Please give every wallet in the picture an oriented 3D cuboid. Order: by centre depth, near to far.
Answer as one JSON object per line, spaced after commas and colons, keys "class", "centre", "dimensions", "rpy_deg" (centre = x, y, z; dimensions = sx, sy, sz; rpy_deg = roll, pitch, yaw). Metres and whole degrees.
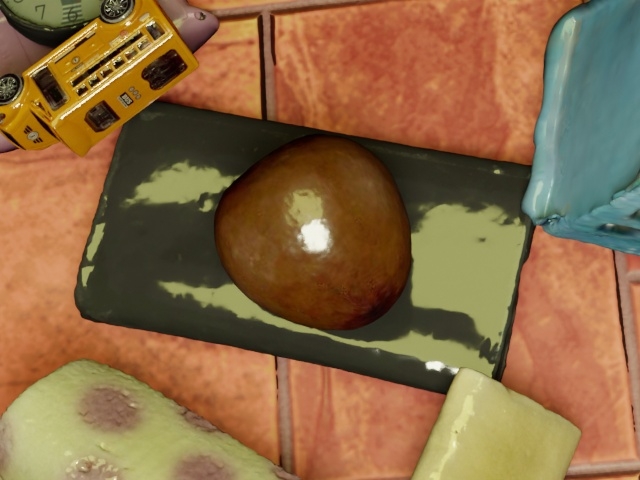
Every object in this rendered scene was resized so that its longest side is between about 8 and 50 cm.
{"class": "wallet", "centre": [-0.012, 0.004, 1.472], "dimensions": [0.406, 0.062, 0.228], "rpy_deg": [11, 73, 11]}

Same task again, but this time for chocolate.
{"class": "chocolate", "centre": [0.000, 0.000, 1.357], "dimensions": [0.177, 0.177, 0.177], "rpy_deg": [-3, 71, 8]}

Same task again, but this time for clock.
{"class": "clock", "centre": [-0.246, -0.282, 1.565], "dimensions": [0.184, 0.040, 0.184], "rpy_deg": [-3, 74, 12]}

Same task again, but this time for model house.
{"class": "model house", "centre": [0.363, -0.096, 1.378], "dimensions": [0.303, 0.215, 0.237], "rpy_deg": [16, 73, -12]}

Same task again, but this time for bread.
{"class": "bread", "centre": [-0.119, 0.254, 1.331], "dimensions": [0.338, 0.187, 0.155], "rpy_deg": [30, 45, 18]}
{"class": "bread", "centre": [0.138, 0.214, 1.355], "dimensions": [0.139, 0.060, 0.178], "rpy_deg": [32, 76, -21]}

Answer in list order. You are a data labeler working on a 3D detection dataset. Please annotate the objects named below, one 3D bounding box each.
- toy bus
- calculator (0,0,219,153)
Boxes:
{"class": "toy bus", "centre": [-0.216, -0.147, 1.491], "dimensions": [0.194, 0.083, 0.088], "rpy_deg": [-37, 59, 1]}
{"class": "calculator", "centre": [-0.263, -0.208, 1.588], "dimensions": [0.294, 0.043, 0.194], "rpy_deg": [-29, 71, 0]}
